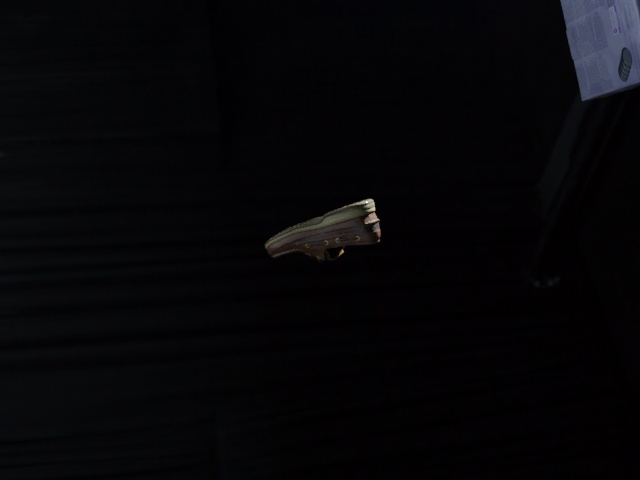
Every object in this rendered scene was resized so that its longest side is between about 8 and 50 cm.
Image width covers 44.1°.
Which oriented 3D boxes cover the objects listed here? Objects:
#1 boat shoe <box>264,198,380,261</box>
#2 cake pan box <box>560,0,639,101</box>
[{"bbox_3d":[0.000,0.000,1.015,0.177,0.064,0.060,-19,-89,37],"label":"boat shoe"},{"bbox_3d":[0.580,-0.427,1.565,0.245,0.070,0.267,170,-94,-76],"label":"cake pan box"}]
